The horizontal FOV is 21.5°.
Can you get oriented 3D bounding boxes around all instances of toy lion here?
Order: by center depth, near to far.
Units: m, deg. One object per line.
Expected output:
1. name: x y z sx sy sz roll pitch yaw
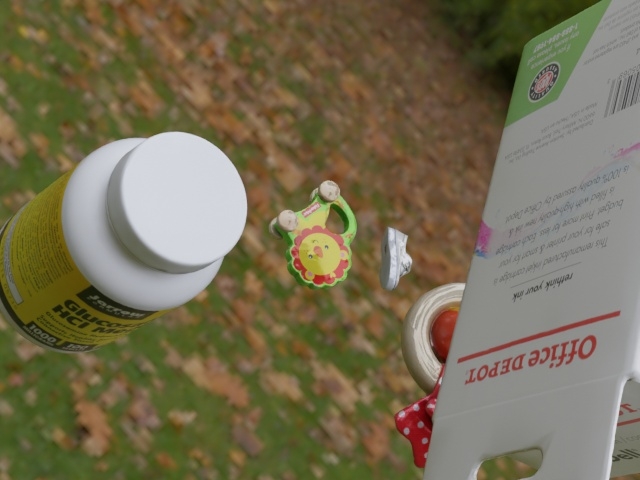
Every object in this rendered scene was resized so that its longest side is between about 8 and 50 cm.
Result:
1. toy lion: 0.000 0.000 1.776 0.096 0.100 0.034 53 -30 0

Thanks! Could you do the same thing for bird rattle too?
1. bird rattle: 0.181 0.155 2.084 0.207 0.253 0.143 57 -21 15

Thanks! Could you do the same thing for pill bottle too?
1. pill bottle: -0.218 0.001 1.824 0.188 0.334 0.187 10 70 -28

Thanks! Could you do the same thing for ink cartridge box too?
1. ink cartridge box: 0.187 0.023 1.014 0.119 0.207 0.353 25 67 -21

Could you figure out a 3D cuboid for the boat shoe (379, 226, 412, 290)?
1. boat shoe: 0.089 0.024 1.940 0.035 0.035 0.100 17 34 -10
